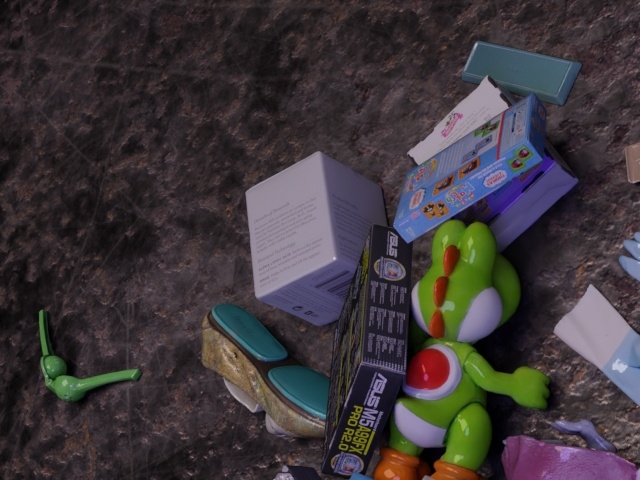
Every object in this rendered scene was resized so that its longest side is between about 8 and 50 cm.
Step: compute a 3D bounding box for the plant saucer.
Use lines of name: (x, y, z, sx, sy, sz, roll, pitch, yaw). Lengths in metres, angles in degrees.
plant saucer: (0.281, -0.243, 1.955, 0.192, 0.018, 0.067, 22, 86, 45)

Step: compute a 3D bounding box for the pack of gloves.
pack of gloves: (0.408, 0.094, 1.671, 0.195, 0.046, 0.232, -55, 46, 9)

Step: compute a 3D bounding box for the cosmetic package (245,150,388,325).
cosmetic package: (0.000, 0.000, 1.995, 0.151, 0.151, 0.184, -27, 54, 30)

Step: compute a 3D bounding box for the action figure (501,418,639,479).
action figure: (0.270, 0.406, 1.580, 0.275, 0.248, 0.370, 1, 69, 18)

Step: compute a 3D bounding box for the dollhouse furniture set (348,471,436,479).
dollhouse furniture set: (0.072, 0.360, 1.675, 0.183, 0.129, 0.129, 21, 47, 21)

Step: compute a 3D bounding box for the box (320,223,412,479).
box: (0.061, 0.145, 1.800, 0.270, 0.060, 0.216, -83, 9, -50)

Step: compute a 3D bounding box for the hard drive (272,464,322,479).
hard drive: (-0.064, 0.502, 1.841, 0.339, 0.064, 0.237, -56, 45, 22)

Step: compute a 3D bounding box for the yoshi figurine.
yoshi figurine: (0.187, 0.157, 1.785, 0.203, 0.203, 0.362, -165, 85, -82)

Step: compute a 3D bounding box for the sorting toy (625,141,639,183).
sorting toy: (0.425, -0.093, 1.763, 0.062, 0.012, 0.083, -16, 57, 30)

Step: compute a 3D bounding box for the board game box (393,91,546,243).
board game box: (0.196, -0.096, 1.791, 0.211, 0.039, 0.160, -31, 19, 25)

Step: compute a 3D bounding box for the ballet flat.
ballet flat: (-0.066, 0.216, 1.995, 0.348, 0.123, 0.123, 37, 96, 43)

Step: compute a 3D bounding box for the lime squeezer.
lime squeezer: (-0.433, 0.210, 2.342, 0.310, 0.059, 0.110, 24, 88, 45)

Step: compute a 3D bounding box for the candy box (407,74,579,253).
candy box: (0.234, -0.102, 1.894, 0.165, 0.070, 0.196, -44, 49, 17)
